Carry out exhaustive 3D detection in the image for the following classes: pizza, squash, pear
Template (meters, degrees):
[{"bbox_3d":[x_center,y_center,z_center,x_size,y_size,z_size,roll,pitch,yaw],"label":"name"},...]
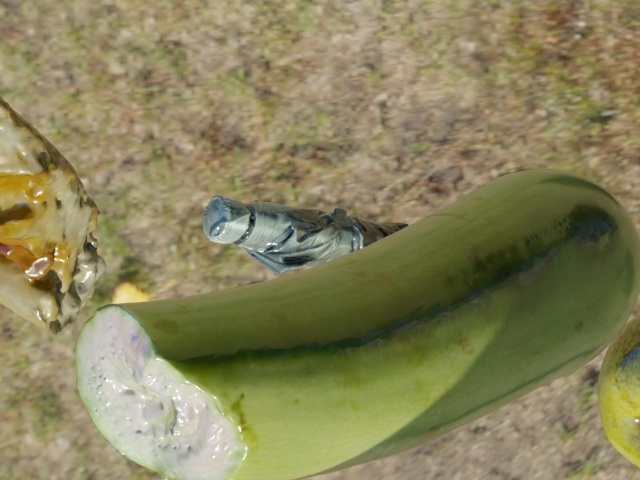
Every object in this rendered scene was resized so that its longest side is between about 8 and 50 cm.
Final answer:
[{"bbox_3d":[-0.162,-0.059,0.456,0.134,0.271,0.056,21,68,47],"label":"pizza"},{"bbox_3d":[0.031,0.030,0.530,0.083,0.250,0.083,19,116,43],"label":"squash"},{"bbox_3d":[0.402,0.158,1.572,0.197,0.197,0.197,5,101,30],"label":"pear"}]

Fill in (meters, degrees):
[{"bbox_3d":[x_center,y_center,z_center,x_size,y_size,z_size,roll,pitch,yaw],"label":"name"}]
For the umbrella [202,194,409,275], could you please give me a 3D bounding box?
[{"bbox_3d":[0.000,0.000,1.056,0.046,0.188,0.050,-45,50,33],"label":"umbrella"}]
